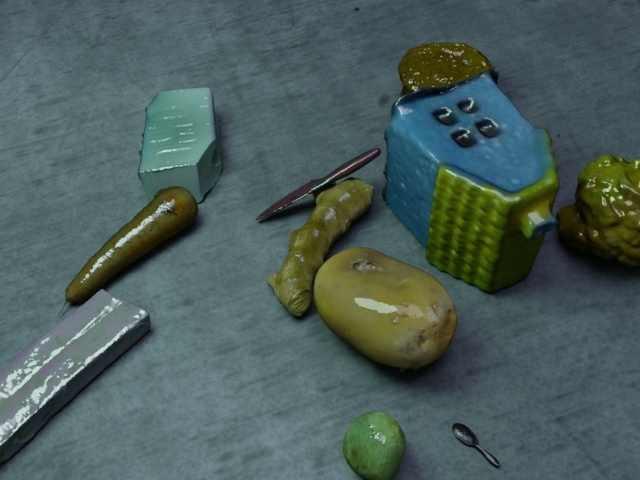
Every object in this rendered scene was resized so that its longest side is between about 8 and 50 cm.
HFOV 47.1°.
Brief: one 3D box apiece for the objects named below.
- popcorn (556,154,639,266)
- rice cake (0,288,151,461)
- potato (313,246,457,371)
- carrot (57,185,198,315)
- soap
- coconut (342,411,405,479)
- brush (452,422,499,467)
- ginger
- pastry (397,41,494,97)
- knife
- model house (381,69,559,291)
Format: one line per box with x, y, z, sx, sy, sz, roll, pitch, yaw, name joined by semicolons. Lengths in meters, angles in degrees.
0.485;-0.042;1.175;0.197;0.156;0.198;8;34;-5;popcorn
-0.395;0.192;1.095;0.106;0.050;0.298;32;60;24;rice cake
0.089;0.099;1.087;0.234;0.146;0.150;27;13;37;potato
-0.326;0.017;1.225;0.078;0.078;0.298;34;66;27;carrot
-0.260;-0.174;1.357;0.145;0.091;0.231;-8;50;-3;soap
0.070;0.277;0.979;0.087;0.096;0.088;20;18;-7;coconut
0.214;0.282;1.013;0.024;0.008;0.083;-32;56;-25;brush
-0.001;-0.003;1.218;0.118;0.065;0.299;2;46;29;ginger
0.241;-0.298;1.418;0.188;0.103;0.189;-2;51;2;pastry
-0.006;-0.099;1.270;0.247;0.018;0.035;-28;34;7;knife
0.248;-0.081;1.158;0.215;0.237;0.303;-19;53;-12;model house
